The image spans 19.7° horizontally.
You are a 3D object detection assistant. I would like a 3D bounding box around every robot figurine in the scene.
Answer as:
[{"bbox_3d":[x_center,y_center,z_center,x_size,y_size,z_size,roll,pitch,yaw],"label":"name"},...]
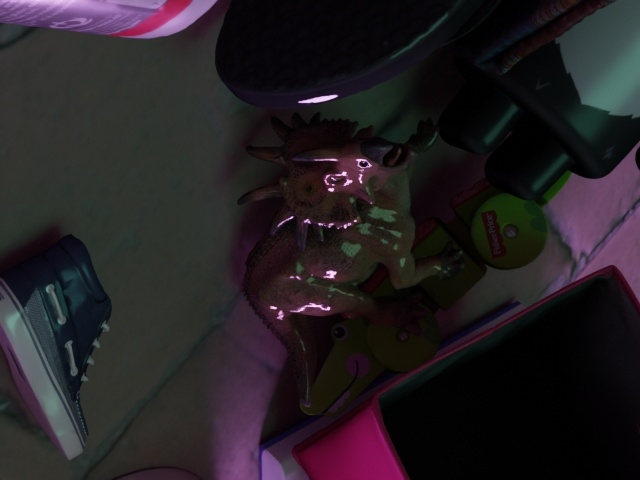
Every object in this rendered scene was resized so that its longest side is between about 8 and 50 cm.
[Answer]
[{"bbox_3d":[0.223,-0.163,1.518,0.278,0.173,0.209,-48,144,-1],"label":"robot figurine"}]

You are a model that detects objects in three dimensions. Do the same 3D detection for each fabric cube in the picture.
[{"bbox_3d":[0.164,0.211,1.571,0.259,0.254,0.258,-26,173,-21],"label":"fabric cube"}]

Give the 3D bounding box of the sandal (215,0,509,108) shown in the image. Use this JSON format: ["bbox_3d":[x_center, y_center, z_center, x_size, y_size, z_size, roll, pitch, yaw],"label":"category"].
[{"bbox_3d":[0.116,-0.234,1.346,0.446,0.167,0.107,-43,139,-10],"label":"sandal"}]

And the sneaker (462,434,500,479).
[{"bbox_3d":[0.089,0.305,1.776,0.295,0.124,0.178,-42,134,-13],"label":"sneaker"}]

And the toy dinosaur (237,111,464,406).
[{"bbox_3d":[0.000,0.000,1.483,0.200,0.127,0.296,3,131,-40],"label":"toy dinosaur"}]

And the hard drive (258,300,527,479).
[{"bbox_3d":[0.078,0.209,1.810,0.318,0.040,0.210,-27,138,-28],"label":"hard drive"}]

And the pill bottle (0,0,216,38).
[{"bbox_3d":[-0.202,-0.213,1.024,0.318,0.176,0.176,2,120,-47],"label":"pill bottle"}]

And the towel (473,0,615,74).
[{"bbox_3d":[0.261,-0.296,1.334,0.370,0.040,0.271,-59,-168,-24],"label":"towel"}]

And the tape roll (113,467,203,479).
[{"bbox_3d":[-0.139,0.343,1.594,0.246,0.169,0.246,-28,139,-28],"label":"tape roll"}]

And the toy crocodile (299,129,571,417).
[{"bbox_3d":[0.101,0.028,1.626,0.340,0.105,0.115,-45,177,2],"label":"toy crocodile"}]

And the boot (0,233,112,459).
[{"bbox_3d":[-0.189,0.084,1.392,0.086,0.069,0.190,-33,139,-18],"label":"boot"}]
